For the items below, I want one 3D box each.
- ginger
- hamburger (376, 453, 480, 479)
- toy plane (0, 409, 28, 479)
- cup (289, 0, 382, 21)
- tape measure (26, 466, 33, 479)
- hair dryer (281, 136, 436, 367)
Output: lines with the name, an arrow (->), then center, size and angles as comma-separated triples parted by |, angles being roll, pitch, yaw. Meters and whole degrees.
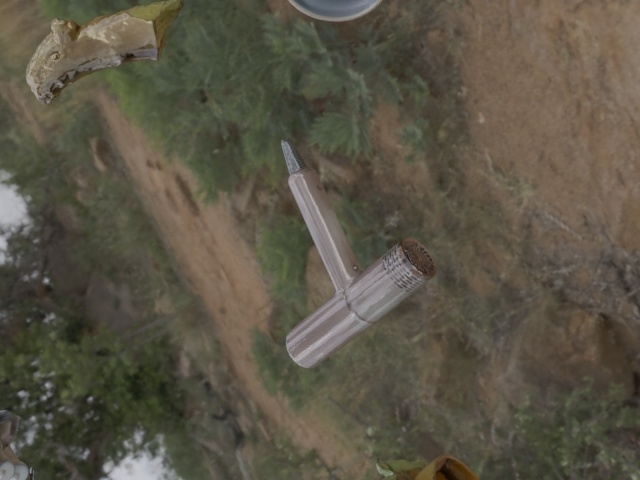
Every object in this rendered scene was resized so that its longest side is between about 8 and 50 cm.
ginger -> -0.167, -0.153, 0.600 | 0.057, 0.137, 0.044 | 124, 125, -82
hamburger -> 0.079, 0.347, 0.699 | 0.274, 0.212, 0.274 | 51, -164, -21
toy plane -> -0.389, 0.171, 0.735 | 0.244, 0.117, 0.245 | 37, 165, 12
cup -> 0.020, -0.183, 0.481 | 0.078, 0.100, 0.077 | -30, 46, 44
tape measure -> -0.479, 0.326, 0.812 | 0.164, 0.330, 0.084 | -115, 30, -47
hair dryer -> -0.009, 0.005, 0.843 | 0.195, 0.053, 0.220 | -43, 78, 32
